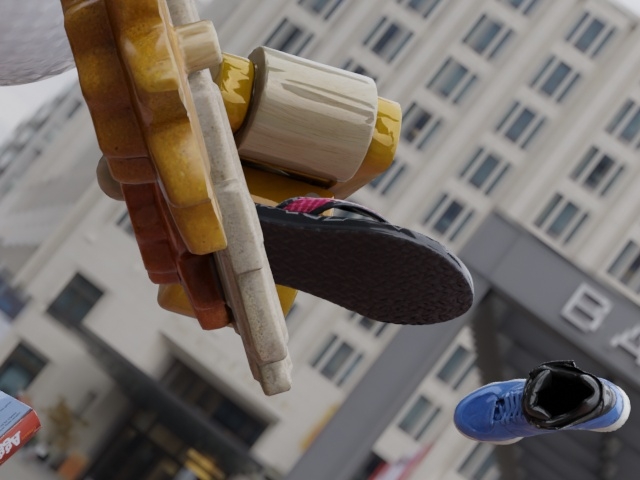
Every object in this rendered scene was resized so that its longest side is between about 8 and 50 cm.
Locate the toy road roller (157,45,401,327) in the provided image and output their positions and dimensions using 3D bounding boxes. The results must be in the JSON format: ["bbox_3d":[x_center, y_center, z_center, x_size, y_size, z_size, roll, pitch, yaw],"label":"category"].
[{"bbox_3d":[-0.068,-0.041,1.852,0.202,0.240,0.329,14,-22,-19],"label":"toy road roller"}]

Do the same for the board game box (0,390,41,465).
[{"bbox_3d":[-0.363,0.200,1.310,0.145,0.281,0.027,23,-38,34],"label":"board game box"}]

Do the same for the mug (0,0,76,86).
[{"bbox_3d":[-0.286,-0.220,1.273,0.276,0.374,0.328,24,0,-1],"label":"mug"}]

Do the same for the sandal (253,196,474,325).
[{"bbox_3d":[0.000,0.000,0.944,0.179,0.040,0.067,14,-48,5],"label":"sandal"}]

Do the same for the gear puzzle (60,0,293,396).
[{"bbox_3d":[-0.054,-0.041,0.496,0.339,0.044,0.175,-134,-151,-81],"label":"gear puzzle"}]

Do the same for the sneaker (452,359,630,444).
[{"bbox_3d":[0.170,0.133,1.409,0.152,0.058,0.084,-4,-19,27],"label":"sneaker"}]
